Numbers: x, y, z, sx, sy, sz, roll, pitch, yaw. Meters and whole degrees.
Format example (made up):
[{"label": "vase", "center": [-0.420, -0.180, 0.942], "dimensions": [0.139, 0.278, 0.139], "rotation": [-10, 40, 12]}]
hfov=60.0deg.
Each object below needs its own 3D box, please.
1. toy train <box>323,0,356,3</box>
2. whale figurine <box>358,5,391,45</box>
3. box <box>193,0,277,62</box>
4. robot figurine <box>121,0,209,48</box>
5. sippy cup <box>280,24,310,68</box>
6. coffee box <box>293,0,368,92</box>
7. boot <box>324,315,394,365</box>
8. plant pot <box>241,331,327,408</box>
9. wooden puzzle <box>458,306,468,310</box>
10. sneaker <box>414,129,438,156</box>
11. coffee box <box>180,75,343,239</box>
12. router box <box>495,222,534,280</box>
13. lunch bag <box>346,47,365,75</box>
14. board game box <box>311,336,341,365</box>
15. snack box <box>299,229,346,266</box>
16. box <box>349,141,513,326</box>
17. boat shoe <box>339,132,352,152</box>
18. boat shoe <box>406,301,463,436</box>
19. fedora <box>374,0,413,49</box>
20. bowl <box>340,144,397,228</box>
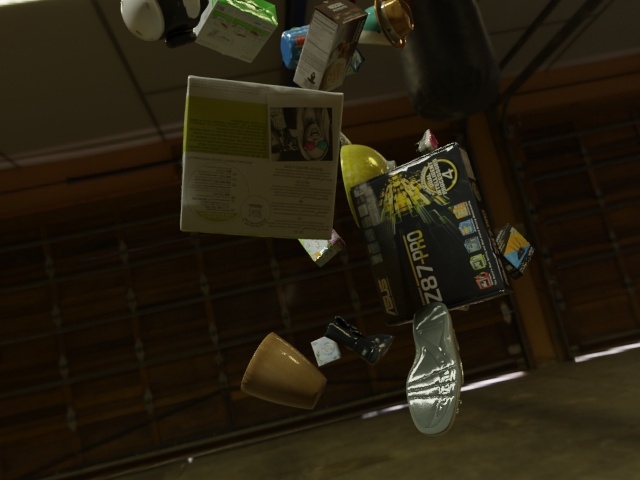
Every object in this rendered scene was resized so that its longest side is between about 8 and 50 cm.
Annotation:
[{"label": "toy train", "center": [0.082, -1.000, 2.165], "dimensions": [0.105, 0.143, 0.248], "rotation": [25, 10, -27]}, {"label": "whale figurine", "center": [0.211, -0.839, 2.165], "dimensions": [0.216, 0.141, 0.272], "rotation": [3, 23, -3]}, {"label": "box", "center": [-0.342, -0.862, 2.212], "dimensions": [0.262, 0.126, 0.231], "rotation": [10, -30, -32]}, {"label": "robot figurine", "center": [-0.500, -0.746, 1.783], "dimensions": [0.278, 0.209, 0.173], "rotation": [-36, -30, -34]}, {"label": "sippy cup", "center": [-0.058, -0.887, 2.558], "dimensions": [0.224, 0.239, 0.305], "rotation": [-12, 11, -16]}, {"label": "coffee box", "center": [0.027, -0.563, 1.625], "dimensions": [0.141, 0.098, 0.246], "rotation": [-38, -18, -40]}, {"label": "boot", "center": [0.135, 0.330, 1.924], "dimensions": [0.094, 0.207, 0.246], "rotation": [-63, -18, 12]}, {"label": "plant pot", "center": [-0.116, 0.492, 1.983], "dimensions": [0.254, 0.237, 0.237], "rotation": [25, -2, 13]}, {"label": "wooden puzzle", "center": [0.501, 0.092, 2.036], "dimensions": [0.081, 0.322, 0.348], "rotation": [14, -6, -13]}, {"label": "sneaker", "center": [0.362, -0.332, 1.919], "dimensions": [0.075, 0.063, 0.170], "rotation": [-34, 14, 23]}, {"label": "coffee box", "center": [-0.160, -0.184, 1.342], "dimensions": [0.338, 0.334, 0.337], "rotation": [3, 5, -13]}, {"label": "router box", "center": [0.658, 0.037, 1.910], "dimensions": [0.046, 0.133, 0.179], "rotation": [-46, 0, 43]}, {"label": "lunch bag", "center": [0.064, -0.678, 2.035], "dimensions": [0.129, 0.096, 0.151], "rotation": [-2, -38, 47]}, {"label": "board game box", "center": [0.020, 0.389, 1.967], "dimensions": [0.090, 0.090, 0.020], "rotation": [-27, -17, 23]}, {"label": "snack box", "center": [0.000, 0.000, 1.623], "dimensions": [0.100, 0.141, 0.037], "rotation": [-43, -49, 3]}, {"label": "box", "center": [0.274, -0.009, 1.428], "dimensions": [0.318, 0.394, 0.097], "rotation": [-21, -16, 29]}, {"label": "boat shoe", "center": [0.036, -0.426, 2.190], "dimensions": [0.080, 0.223, 0.073], "rotation": [-46, -22, 13]}, {"label": "boat shoe", "center": [0.261, 0.286, 1.225], "dimensions": [0.118, 0.320, 0.103], "rotation": [-20, -52, 25]}, {"label": "fedora", "center": [0.251, -0.729, 1.818], "dimensions": [0.079, 0.194, 0.194], "rotation": [-18, -10, 33]}, {"label": "bowl", "center": [0.180, -0.188, 1.817], "dimensions": [0.156, 0.289, 0.289], "rotation": [-12, -9, 15]}]
